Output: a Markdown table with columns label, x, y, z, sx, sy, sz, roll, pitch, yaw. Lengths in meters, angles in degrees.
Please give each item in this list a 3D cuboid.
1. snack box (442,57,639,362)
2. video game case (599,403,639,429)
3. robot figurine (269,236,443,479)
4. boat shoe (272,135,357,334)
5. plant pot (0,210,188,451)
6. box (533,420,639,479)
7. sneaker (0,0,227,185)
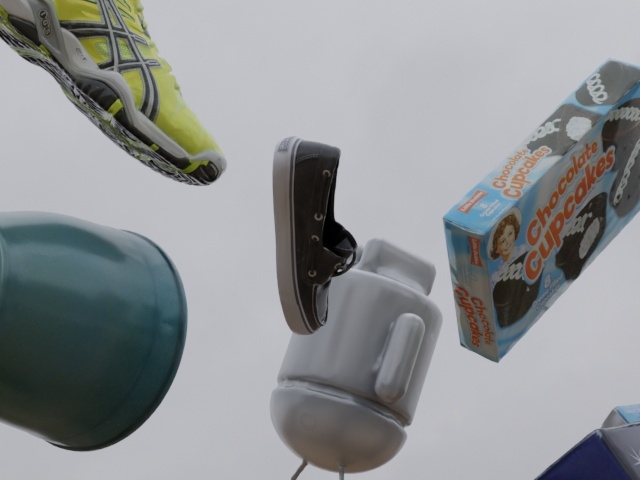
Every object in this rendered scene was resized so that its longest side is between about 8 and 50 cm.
| label | x | y | z | sx | sy | sz | roll | pitch | yaw |
| --- | --- | --- | --- | --- | --- | --- | --- | --- | --- |
| snack box | 0.257 | -0.037 | 1.569 | 0.060 | 0.322 | 0.187 | 23 | -38 | 35 |
| video game case | 0.319 | 0.257 | 1.382 | 0.269 | 0.061 | 0.244 | 1 | -52 | -41 |
| robot figurine | 0.050 | 0.176 | 2.025 | 0.200 | 0.353 | 0.300 | 25 | -17 | -17 |
| boat shoe | 0.000 | 0.000 | 1.456 | 0.076 | 0.080 | 0.228 | 5 | -61 | 14 |
| plant pot | -0.333 | 0.083 | 1.620 | 0.271 | 0.272 | 0.255 | -22 | -27 | 26 |
| box | 0.145 | 0.114 | 0.445 | 0.036 | 0.136 | 0.225 | -46 | -24 | 26 |
| sneaker | -0.240 | -0.221 | 1.673 | 0.384 | 0.147 | 0.145 | 45 | -15 | -8 |
